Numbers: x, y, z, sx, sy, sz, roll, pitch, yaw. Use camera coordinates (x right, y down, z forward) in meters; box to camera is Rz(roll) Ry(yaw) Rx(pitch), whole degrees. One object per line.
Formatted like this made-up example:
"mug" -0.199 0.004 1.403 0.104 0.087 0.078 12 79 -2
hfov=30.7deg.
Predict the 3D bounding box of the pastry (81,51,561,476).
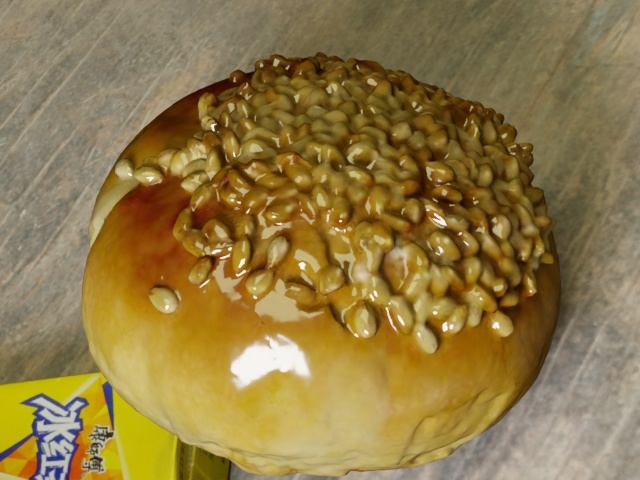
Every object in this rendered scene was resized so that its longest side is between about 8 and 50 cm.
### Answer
"pastry" 0.000 0.000 0.934 0.409 0.245 0.410 3 37 -2

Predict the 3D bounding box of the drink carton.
"drink carton" -0.259 0.211 1.041 0.351 0.111 0.155 -9 54 19
